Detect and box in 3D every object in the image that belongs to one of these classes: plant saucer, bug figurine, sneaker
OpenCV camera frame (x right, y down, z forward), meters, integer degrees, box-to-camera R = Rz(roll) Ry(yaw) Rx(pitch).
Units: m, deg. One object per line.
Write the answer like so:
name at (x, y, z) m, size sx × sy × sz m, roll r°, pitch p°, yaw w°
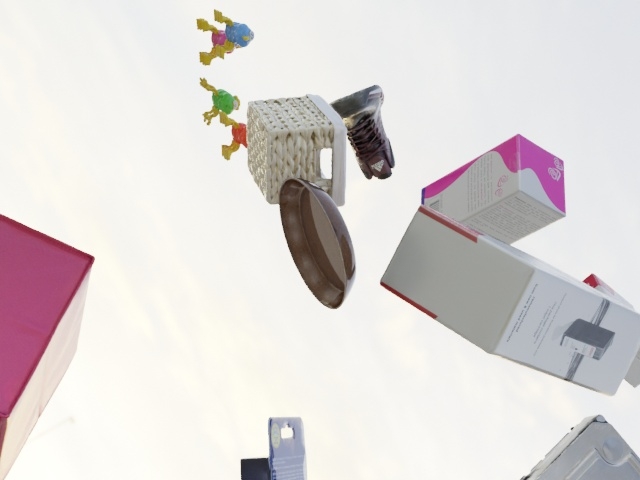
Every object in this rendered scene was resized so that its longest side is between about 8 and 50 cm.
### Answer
plant saucer at (0.000, 0.000, 1.651) m, size 0.168 × 0.029 × 0.168 m, roll 52°, pitch -27°, yaw 40°
bug figurine at (-0.165, -0.299, 2.536) m, size 0.216 × 0.072 × 0.279 m, roll -138°, pitch -138°, yaw -59°
sneaker at (0.095, -0.193, 2.571) m, size 0.281 × 0.106 × 0.163 m, roll -1°, pitch 70°, yaw -83°

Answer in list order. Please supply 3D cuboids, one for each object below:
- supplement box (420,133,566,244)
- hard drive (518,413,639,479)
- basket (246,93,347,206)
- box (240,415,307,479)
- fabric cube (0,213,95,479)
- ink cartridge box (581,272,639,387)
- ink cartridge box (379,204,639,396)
supplement box at (0.272, -0.061, 2.187) m, size 0.220 × 0.114 × 0.111 m, roll -31°, pitch -136°, yaw 44°
hard drive at (0.366, 0.414, 1.678) m, size 0.339 × 0.237 × 0.064 m, roll 50°, pitch -22°, yaw 1°
basket at (-0.034, -0.116, 1.777) m, size 0.167 × 0.103 × 0.113 m, roll -121°, pitch -150°, yaw -66°
box at (-0.041, 0.290, 1.376) m, size 0.136 × 0.036 × 0.225 m, roll 26°, pitch 60°, yaw -74°
fabric cube at (-0.465, 0.130, 1.768) m, size 0.254 × 0.259 × 0.258 m, roll 25°, pitch -34°, yaw -2°
ink cartridge box at (0.449, 0.137, 2.100) m, size 0.109 × 0.063 × 0.150 m, roll 37°, pitch 22°, yaw -29°
ink cartridge box at (0.238, 0.076, 1.650) m, size 0.273 × 0.114 × 0.197 m, roll 23°, pitch 7°, yaw -46°
